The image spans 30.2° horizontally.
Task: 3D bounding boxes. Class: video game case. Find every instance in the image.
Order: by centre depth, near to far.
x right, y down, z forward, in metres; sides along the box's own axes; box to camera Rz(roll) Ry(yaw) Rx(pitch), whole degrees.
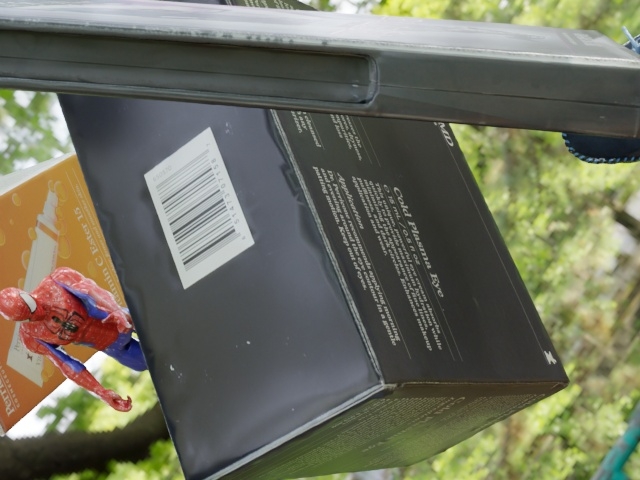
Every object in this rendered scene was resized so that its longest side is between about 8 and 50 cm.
[{"bbox_3d":[-0.034,-0.069,0.422,0.196,0.274,0.026,-54,-32,-75],"label":"video game case"}]

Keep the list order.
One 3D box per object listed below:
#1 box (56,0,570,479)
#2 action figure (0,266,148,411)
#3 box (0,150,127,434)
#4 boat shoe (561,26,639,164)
[{"bbox_3d":[0.000,0.000,0.943,0.179,0.343,0.312,-32,-23,27],"label":"box"},{"bbox_3d":[-0.153,0.099,1.042,0.280,0.139,0.091,23,-79,-46],"label":"action figure"},{"bbox_3d":[-0.367,0.060,1.326,0.168,0.215,0.345,-16,14,23],"label":"box"},{"bbox_3d":[0.261,-0.112,0.789,0.258,0.109,0.089,-27,9,43],"label":"boat shoe"}]
